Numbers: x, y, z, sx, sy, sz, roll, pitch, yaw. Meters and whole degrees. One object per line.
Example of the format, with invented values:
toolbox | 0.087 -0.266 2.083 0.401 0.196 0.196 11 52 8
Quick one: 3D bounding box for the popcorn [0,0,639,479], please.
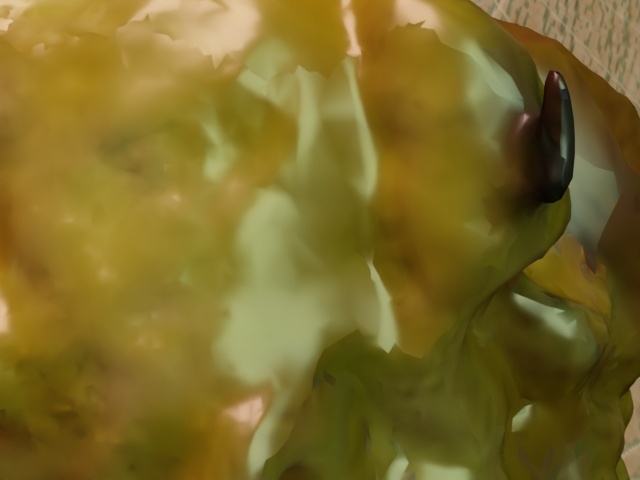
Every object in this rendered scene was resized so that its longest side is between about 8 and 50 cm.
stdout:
popcorn | 0.000 0.000 0.632 0.315 0.281 0.297 -2 80 -34
